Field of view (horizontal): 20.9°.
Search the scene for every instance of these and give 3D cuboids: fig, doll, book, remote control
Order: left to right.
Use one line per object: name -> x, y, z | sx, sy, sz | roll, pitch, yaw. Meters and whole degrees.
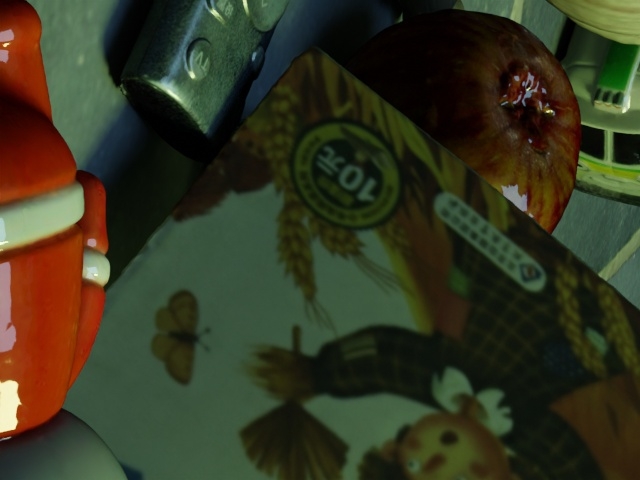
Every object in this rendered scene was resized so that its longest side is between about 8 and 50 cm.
doll -> -0.137, 0.074, 0.692 | 0.200, 0.105, 0.336 | -27, 111, -64
remote control -> -0.009, -0.227, 0.934 | 0.377, 0.044, 0.107 | -69, 154, -16
book -> -0.005, 0.137, 0.843 | 0.428, 0.300, 0.039 | -54, -173, -30
fig -> 0.063, -0.053, 1.121 | 0.175, 0.207, 0.175 | 13, 68, -34

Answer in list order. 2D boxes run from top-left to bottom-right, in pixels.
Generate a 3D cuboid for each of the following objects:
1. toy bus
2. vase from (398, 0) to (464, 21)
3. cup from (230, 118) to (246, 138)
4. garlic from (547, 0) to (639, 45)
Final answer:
toy bus -> 0.322, -0.198, 1.633 | 0.305, 0.143, 0.179 | -69, 155, -12
vase -> 0.070, -0.176, 1.153 | 0.100, 0.053, 0.053 | 69, 41, -63
cup -> 0.000, 0.000, 0.997 | 0.095, 0.128, 0.129 | -13, 118, -67
garlic -> 0.191, -0.279, 1.127 | 0.322, 0.241, 0.321 | 8, 80, -59
